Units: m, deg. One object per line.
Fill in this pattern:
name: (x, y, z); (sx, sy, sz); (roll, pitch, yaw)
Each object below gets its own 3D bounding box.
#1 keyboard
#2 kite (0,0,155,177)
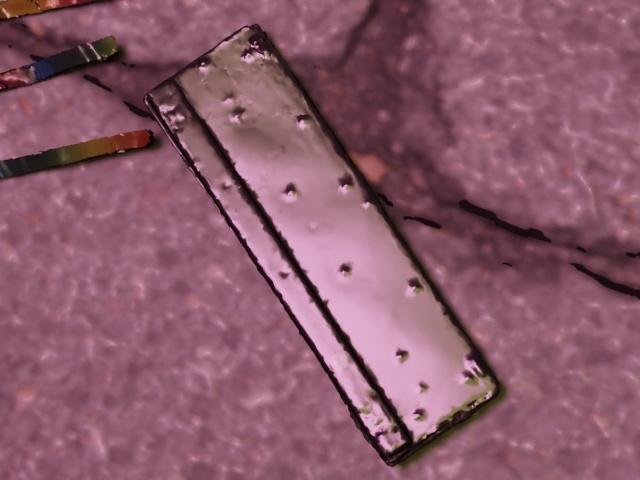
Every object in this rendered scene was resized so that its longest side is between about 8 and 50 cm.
keyboard: (0.000, 0.000, 0.932); (0.072, 0.023, 0.231); (-34, 76, 1)
kite: (-0.225, -0.068, 1.005); (0.285, 0.015, 0.152); (-10, 83, 16)
